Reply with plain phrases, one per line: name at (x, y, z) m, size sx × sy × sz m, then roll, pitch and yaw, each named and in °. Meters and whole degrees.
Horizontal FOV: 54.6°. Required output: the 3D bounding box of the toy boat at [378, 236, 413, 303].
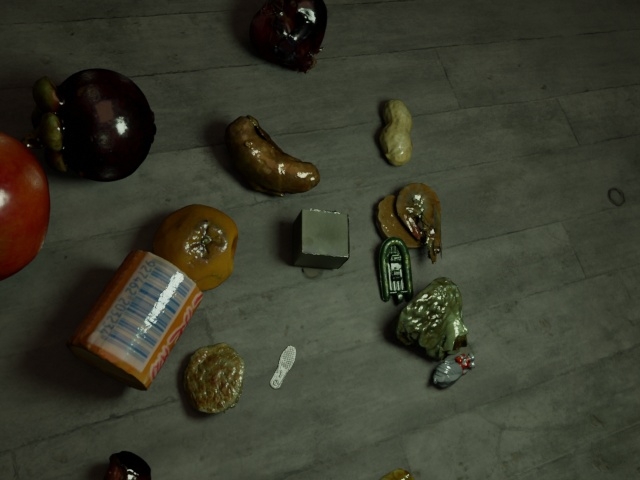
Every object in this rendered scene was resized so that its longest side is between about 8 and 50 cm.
toy boat at (0.235, 0.093, 1.935) m, size 0.104 × 0.052 × 0.210 m, roll -3°, pitch 84°, yaw -7°

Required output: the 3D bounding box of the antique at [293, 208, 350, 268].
antique at (0.000, 0.000, 1.852) m, size 0.152 × 0.148 × 0.146 m, roll 6°, pitch 67°, yaw -15°

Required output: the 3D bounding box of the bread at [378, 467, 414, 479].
bread at (0.108, 0.733, 1.642) m, size 0.368 × 0.084 × 0.077 m, roll -30°, pitch 124°, yaw -25°

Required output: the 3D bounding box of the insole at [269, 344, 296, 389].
insole at (-0.106, 0.359, 1.758) m, size 0.045 × 0.002 × 0.135 m, roll 30°, pitch 64°, yaw -5°

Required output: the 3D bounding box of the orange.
orange at (-0.343, 0.012, 1.715) m, size 0.249 × 0.183 × 0.248 m, roll 7°, pitch 68°, yaw -18°

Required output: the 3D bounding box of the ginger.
ginger at (-0.162, -0.237, 1.897) m, size 0.321 × 0.172 × 0.165 m, roll 36°, pitch 25°, yaw -8°

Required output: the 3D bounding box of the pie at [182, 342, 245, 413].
pie at (-0.283, 0.366, 1.656) m, size 0.163 × 0.079 × 0.193 m, roll 17°, pitch 65°, yaw -3°

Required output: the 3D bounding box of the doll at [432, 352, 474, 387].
doll at (0.402, 0.393, 1.875) m, size 0.180 × 0.079 × 0.093 m, roll -19°, pitch 113°, yaw -32°

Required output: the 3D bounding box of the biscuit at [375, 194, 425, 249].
biscuit at (0.276, -0.054, 2.020) m, size 0.208 × 0.049 × 0.180 m, roll 6°, pitch 67°, yaw -19°

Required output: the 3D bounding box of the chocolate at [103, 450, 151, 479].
chocolate at (-0.482, 0.587, 1.484) m, size 0.127 × 0.124 × 0.133 m, roll 42°, pitch 95°, yaw -1°

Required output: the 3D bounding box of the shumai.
shumai at (0.351, 0.247, 1.851) m, size 0.256 × 0.189 × 0.218 m, roll -36°, pitch 82°, yaw -21°

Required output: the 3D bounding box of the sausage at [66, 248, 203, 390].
sausage at (-0.464, 0.201, 1.576) m, size 0.233 × 0.233 × 0.287 m, roll 29°, pitch 63°, yaw -6°

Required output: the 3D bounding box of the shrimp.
shrimp at (0.317, -0.061, 1.975) m, size 0.152 × 0.063 × 0.287 m, roll 6°, pitch 62°, yaw -16°

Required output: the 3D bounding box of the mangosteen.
mangosteen at (-0.626, -0.308, 1.676) m, size 0.347 × 0.307 × 0.306 m, roll -8°, pitch 72°, yaw -30°

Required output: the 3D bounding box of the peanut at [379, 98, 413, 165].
peanut at (0.262, -0.374, 2.113) m, size 0.117 × 0.101 × 0.262 m, roll 22°, pitch 62°, yaw -31°

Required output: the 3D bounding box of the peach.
peach at (-0.835, -0.093, 1.503) m, size 0.389 × 0.388 × 0.387 m, roll 6°, pitch 68°, yaw -16°

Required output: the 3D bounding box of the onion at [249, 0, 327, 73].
onion at (-0.095, -0.704, 2.037) m, size 0.281 × 0.280 × 0.221 m, roll 20°, pitch 31°, yaw -10°
